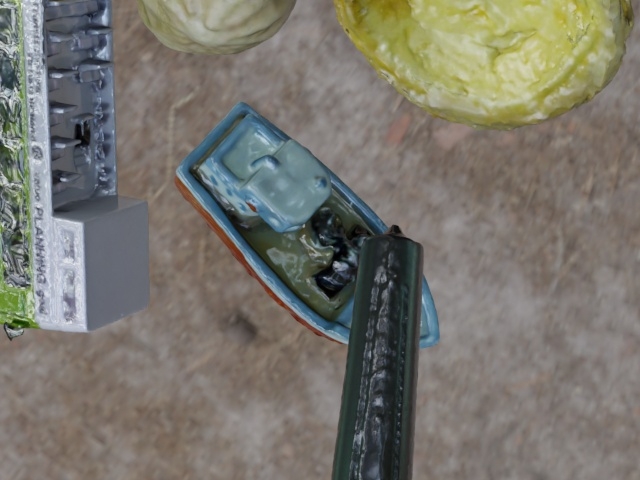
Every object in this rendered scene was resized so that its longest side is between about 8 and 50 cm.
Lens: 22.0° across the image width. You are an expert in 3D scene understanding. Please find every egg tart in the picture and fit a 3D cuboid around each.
[{"bbox_3d":[0.108,-0.170,1.086,0.212,0.090,0.213,14,140,12],"label":"egg tart"}]

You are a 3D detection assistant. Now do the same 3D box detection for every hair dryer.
[{"bbox_3d":[0.031,0.149,1.052,0.116,0.303,0.244,9,163,-3],"label":"hair dryer"}]

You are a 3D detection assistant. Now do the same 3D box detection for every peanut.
[{"bbox_3d":[-0.107,-0.236,1.323,0.120,0.298,0.136,22,111,-34],"label":"peanut"}]

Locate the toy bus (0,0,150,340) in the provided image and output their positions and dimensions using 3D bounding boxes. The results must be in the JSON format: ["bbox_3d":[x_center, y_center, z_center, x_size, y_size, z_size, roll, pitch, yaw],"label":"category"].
[{"bbox_3d":[-0.225,-0.074,1.365,0.139,0.113,0.302,9,108,30],"label":"toy bus"}]

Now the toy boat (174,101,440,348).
[{"bbox_3d":[0.000,0.000,1.768,0.332,0.145,0.133,45,158,-8],"label":"toy boat"}]
